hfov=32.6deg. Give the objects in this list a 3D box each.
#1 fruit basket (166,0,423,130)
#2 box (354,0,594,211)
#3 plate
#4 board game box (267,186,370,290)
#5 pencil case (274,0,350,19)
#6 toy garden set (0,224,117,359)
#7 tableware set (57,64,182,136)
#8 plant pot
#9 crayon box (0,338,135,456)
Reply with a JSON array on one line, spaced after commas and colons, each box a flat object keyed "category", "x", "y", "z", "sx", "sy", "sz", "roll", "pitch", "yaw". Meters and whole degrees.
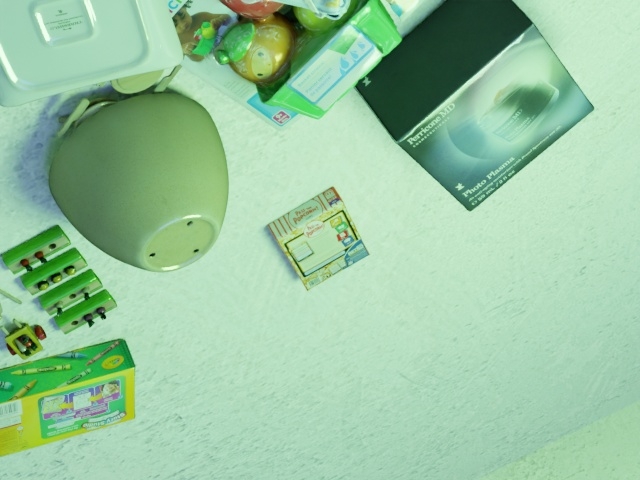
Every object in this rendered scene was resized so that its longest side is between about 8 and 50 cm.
[{"category": "fruit basket", "x": -0.065, "y": -0.338, "z": 1.593, "sx": 0.327, "sy": 0.165, "sz": 0.353, "roll": -41, "pitch": 135, "yaw": 20}, {"category": "box", "x": 0.269, "y": -0.249, "z": 1.906, "sx": 0.296, "sy": 0.182, "sz": 0.294, "roll": -41, "pitch": 140, "yaw": 12}, {"category": "plate", "x": -0.346, "y": -0.307, "z": 1.474, "sx": 0.277, "sy": 0.045, "sz": 0.278, "roll": -14, "pitch": 135, "yaw": -2}, {"category": "board game box", "x": 0.000, "y": 0.000, "z": 2.107, "sx": 0.147, "sy": 0.045, "sz": 0.193, "roll": -30, "pitch": 142, "yaw": -2}, {"category": "pencil case", "x": -0.085, "y": -0.369, "z": 1.435, "sx": 0.273, "sy": 0.113, "sz": 0.124, "roll": 10, "pitch": 101, "yaw": 6}, {"category": "toy garden set", "x": -0.484, "y": 0.106, "z": 1.893, "sx": 0.204, "sy": 0.049, "sz": 0.244, "roll": -29, "pitch": 142, "yaw": -4}, {"category": "tableware set", "x": -0.310, "y": -0.226, "z": 1.654, "sx": 0.128, "sy": 0.039, "sz": 0.194, "roll": 6, "pitch": 135, "yaw": -51}, {"category": "plant pot", "x": -0.258, "y": -0.063, "z": 1.715, "sx": 0.284, "sy": 0.191, "sz": 0.284, "roll": -23, "pitch": 149, "yaw": -15}, {"category": "crayon box", "x": -0.493, "y": 0.299, "z": 2.074, "sx": 0.279, "sy": 0.081, "sz": 0.165, "roll": -13, "pitch": 139, "yaw": -22}]
